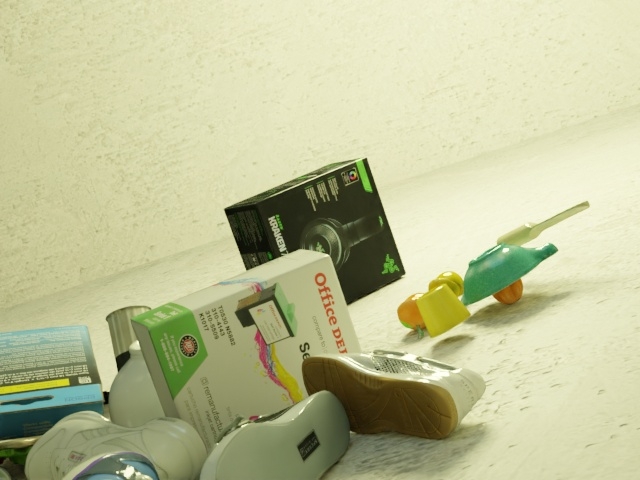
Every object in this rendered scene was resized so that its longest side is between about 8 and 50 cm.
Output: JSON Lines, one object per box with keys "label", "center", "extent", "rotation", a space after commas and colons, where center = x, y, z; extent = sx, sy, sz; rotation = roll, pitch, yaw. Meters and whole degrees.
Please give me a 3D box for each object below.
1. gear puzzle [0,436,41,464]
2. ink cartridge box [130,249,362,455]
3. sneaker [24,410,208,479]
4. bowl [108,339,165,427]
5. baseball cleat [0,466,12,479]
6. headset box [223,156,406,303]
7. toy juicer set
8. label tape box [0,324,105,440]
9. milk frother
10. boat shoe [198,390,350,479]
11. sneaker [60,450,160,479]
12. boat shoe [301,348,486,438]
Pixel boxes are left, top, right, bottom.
{"label": "gear puzzle", "center": [-0.443, 0.325, 1.814], "extent": [0.339, 0.044, 0.175], "rotation": [-13, -9, 32]}
{"label": "ink cartridge box", "center": [-0.093, 0.154, 1.652], "extent": [0.278, 0.201, 0.117], "rotation": [-22, 10, -20]}
{"label": "sneaker", "center": [-0.294, 0.292, 1.531], "extent": [0.305, 0.114, 0.152], "rotation": [-13, 10, 36]}
{"label": "bowl", "center": [-0.207, 0.202, 1.830], "extent": [0.297, 0.134, 0.298], "rotation": [-19, 9, 3]}
{"label": "baseball cleat", "center": [-0.540, 0.361, 1.771], "extent": [0.205, 0.072, 0.109], "rotation": [-3, -10, 12]}
{"label": "headset box", "center": [0.000, 0.000, 2.239], "extent": [0.283, 0.246, 0.131], "rotation": [-24, 9, -32]}
{"label": "toy juicer set", "center": [0.266, 0.062, 1.862], "extent": [0.329, 0.089, 0.209], "rotation": [-32, 0, -21]}
{"label": "label tape box", "center": [-0.481, 0.252, 1.934], "extent": [0.240, 0.106, 0.334], "rotation": [-6, 19, -14]}
{"label": "milk frother", "center": [-0.345, 0.205, 2.082], "extent": [0.143, 0.135, 0.129], "rotation": [-16, -22, 2]}
{"label": "boat shoe", "center": [-0.072, 0.248, 1.349], "extent": [0.105, 0.113, 0.306], "rotation": [-22, 4, 25]}
{"label": "sneaker", "center": [-0.181, 0.312, 1.219], "extent": [0.236, 0.130, 0.323], "rotation": [-4, 10, 24]}
{"label": "boat shoe", "center": [0.089, 0.182, 1.474], "extent": [0.096, 0.098, 0.277], "rotation": [-26, 20, -37]}
